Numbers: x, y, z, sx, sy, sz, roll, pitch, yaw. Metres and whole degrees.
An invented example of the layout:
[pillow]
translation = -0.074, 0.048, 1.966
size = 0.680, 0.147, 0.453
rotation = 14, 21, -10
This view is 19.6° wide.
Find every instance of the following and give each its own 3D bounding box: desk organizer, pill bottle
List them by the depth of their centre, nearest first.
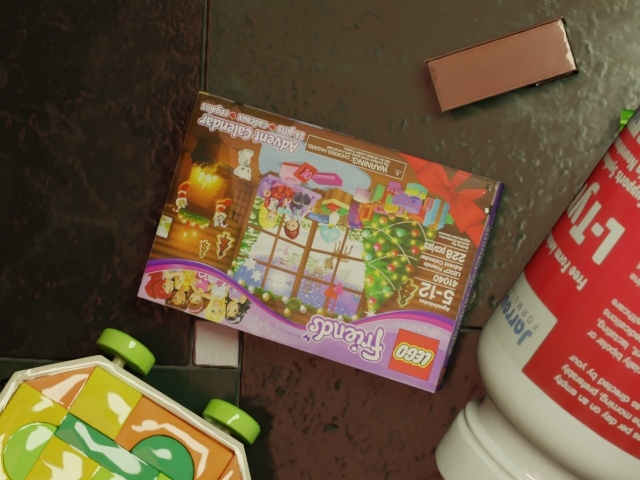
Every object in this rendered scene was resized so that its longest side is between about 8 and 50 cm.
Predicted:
[pill bottle]
translation = 0.277, 0.066, 1.538
size = 0.229, 0.229, 0.408
rotation = 37, 106, 10
[desk organizer]
translation = 0.165, -0.157, 1.674
size = 0.130, 0.047, 0.050
rotation = -17, 88, 10

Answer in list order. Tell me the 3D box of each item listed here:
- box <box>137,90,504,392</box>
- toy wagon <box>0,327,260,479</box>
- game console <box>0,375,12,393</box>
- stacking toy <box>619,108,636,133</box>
[box]
translation = 0.000, 0.000, 1.695
size = 0.293, 0.057, 0.201
rotation = 17, 92, 11
[toy wagon]
translation = -0.158, 0.255, 1.665
size = 0.344, 0.068, 0.267
rotation = 33, 74, -5
[game console]
translation = -0.322, 0.204, 1.736
size = 0.144, 0.085, 0.124
rotation = -20, 90, 9
[stacking toy]
translation = 0.359, -0.158, 1.637
size = 0.167, 0.052, 0.221
rotation = 9, 92, 13
